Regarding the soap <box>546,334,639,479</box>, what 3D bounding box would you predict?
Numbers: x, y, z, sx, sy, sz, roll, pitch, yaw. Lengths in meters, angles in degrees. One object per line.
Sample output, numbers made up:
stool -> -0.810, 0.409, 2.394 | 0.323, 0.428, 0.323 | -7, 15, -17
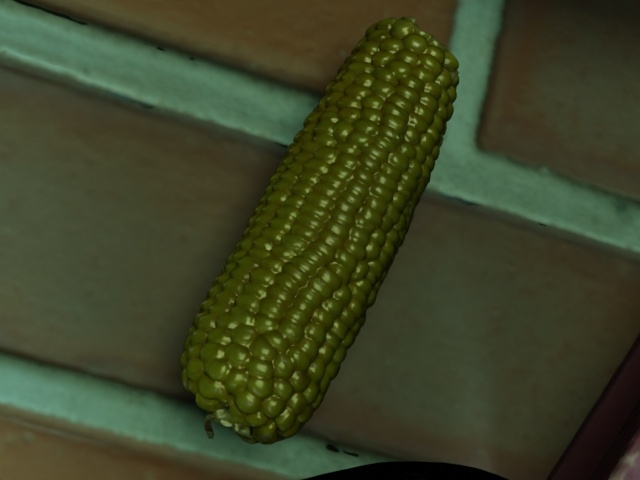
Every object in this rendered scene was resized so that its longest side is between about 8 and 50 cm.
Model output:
soap -> 0.316, 0.131, 1.094 | 0.233, 0.128, 0.359 | 39, 68, -3

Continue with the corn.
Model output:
corn -> 0.000, 0.000, 1.048 | 0.101, 0.101, 0.310 | 30, 67, -8

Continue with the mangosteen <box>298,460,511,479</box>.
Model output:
mangosteen -> 0.056, 0.273, 0.909 | 0.297, 0.297, 0.313 | -53, 130, -21
